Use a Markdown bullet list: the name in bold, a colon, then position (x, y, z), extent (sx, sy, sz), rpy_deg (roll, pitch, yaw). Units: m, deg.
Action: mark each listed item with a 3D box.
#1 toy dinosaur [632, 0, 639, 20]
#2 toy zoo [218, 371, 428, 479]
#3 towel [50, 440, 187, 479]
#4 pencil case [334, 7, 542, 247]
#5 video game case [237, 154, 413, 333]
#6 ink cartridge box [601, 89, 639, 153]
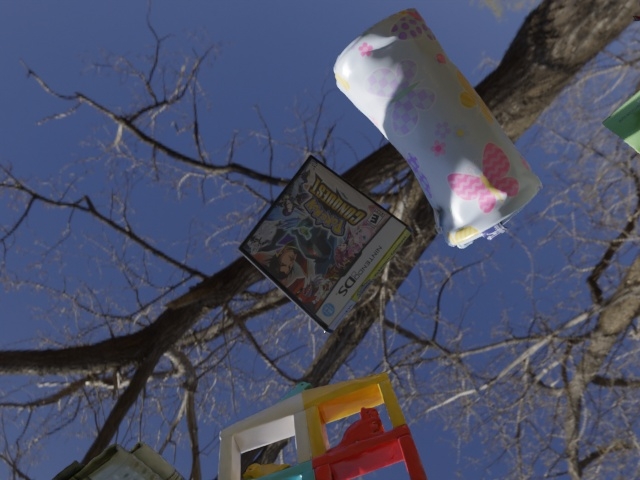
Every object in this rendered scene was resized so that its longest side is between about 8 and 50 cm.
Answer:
- **toy dinosaur**: position (0.345, -0.260, 0.592), extent (0.047, 0.082, 0.090), rpy_deg (13, -157, 25)
- **toy zoo**: position (-0.003, 0.218, 0.550), extent (0.192, 0.030, 0.293), rpy_deg (-20, -158, 1)
- **towel**: position (-0.303, 0.440, 0.821), extent (0.312, 0.324, 0.056), rpy_deg (-37, -144, -6)
- **pencil case**: position (0.132, -0.126, 0.687), extent (0.273, 0.124, 0.113), rpy_deg (56, -144, 3)
- **video game case**: position (0.000, 0.000, 1.163), extent (0.275, 0.035, 0.248), rpy_deg (40, -86, 30)
- **ink cartridge box**: position (0.365, -0.064, 0.514), extent (0.209, 0.109, 0.062), rpy_deg (33, -136, -9)
